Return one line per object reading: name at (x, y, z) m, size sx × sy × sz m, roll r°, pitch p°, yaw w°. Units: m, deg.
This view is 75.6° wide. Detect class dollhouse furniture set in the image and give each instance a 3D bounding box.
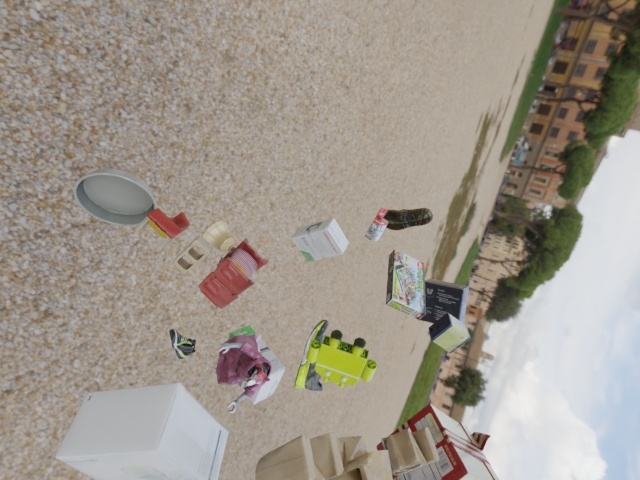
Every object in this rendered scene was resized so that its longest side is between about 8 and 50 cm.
dollhouse furniture set at (0.066, 0.578, 0.747) m, size 0.362 × 0.394 × 0.256 m, roll 18°, pitch 132°, yaw -39°
dollhouse furniture set at (-0.369, 0.018, 1.333) m, size 0.152 × 0.374 × 0.201 m, roll -40°, pitch -168°, yaw 17°

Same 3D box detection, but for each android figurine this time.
android figurine at (0.071, 0.433, 1.471) m, size 0.056 × 0.248 × 0.272 m, roll -65°, pitch 172°, yaw -52°

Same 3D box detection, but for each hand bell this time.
hand bell at (-0.325, 0.041, 1.576) m, size 0.126 × 0.242 × 0.126 m, roll -44°, pitch 158°, yaw -23°

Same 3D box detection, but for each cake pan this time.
cake pan at (-0.779, -0.167, 1.584) m, size 0.293 × 0.294 × 0.054 m, roll 82°, pitch 4°, yaw -53°

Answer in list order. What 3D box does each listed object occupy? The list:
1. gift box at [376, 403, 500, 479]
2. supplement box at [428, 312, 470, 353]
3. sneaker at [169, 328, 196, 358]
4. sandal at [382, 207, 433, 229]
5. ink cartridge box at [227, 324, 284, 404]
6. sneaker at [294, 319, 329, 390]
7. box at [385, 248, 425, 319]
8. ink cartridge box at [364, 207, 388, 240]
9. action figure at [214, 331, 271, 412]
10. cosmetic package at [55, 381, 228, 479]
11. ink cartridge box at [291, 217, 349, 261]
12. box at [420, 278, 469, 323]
gift box at (0.363, 0.653, 1.168) m, size 0.276 × 0.255 × 0.258 m, roll -40°, pitch 121°, yaw 15°
supplement box at (0.387, 0.278, 1.239) m, size 0.083 × 0.083 × 0.056 m, roll -48°, pitch -165°, yaw 28°
sneaker at (-0.621, 0.459, 1.878) m, size 0.097 × 0.084 × 0.234 m, roll -16°, pitch 146°, yaw -16°
sandal at (0.336, -0.095, 1.622) m, size 0.060 × 0.220 × 0.089 m, roll -46°, pitch 122°, yaw -53°
ink cartridge box at (-0.322, 0.580, 1.936) m, size 0.122 × 0.289 × 0.211 m, roll -13°, pitch 134°, yaw -46°
sneaker at (-0.008, 0.467, 1.671) m, size 0.111 × 0.121 × 0.299 m, roll -15°, pitch 121°, yaw -85°
box at (0.257, 0.127, 1.236) m, size 0.036 × 0.114 × 0.207 m, roll -56°, pitch -166°, yaw 41°
ink cartridge box at (0.203, -0.055, 1.422) m, size 0.063 × 0.029 × 0.115 m, roll 1°, pitch 122°, yaw -56°
action figure at (-0.280, 0.517, 1.650) m, size 0.276 × 0.370 × 0.247 m, roll 0°, pitch 88°, yaw -37°
cosmetic package at (-0.350, 0.416, 0.847) m, size 0.138 × 0.224 × 0.224 m, roll -84°, pitch 158°, yaw -49°
ink cartridge box at (0.000, 0.000, 1.890) m, size 0.154 × 0.213 × 0.093 m, roll 56°, pitch 43°, yaw -23°
box at (0.471, 0.240, 1.578) m, size 0.093 × 0.156 × 0.158 m, roll -3°, pitch 101°, yaw -57°
